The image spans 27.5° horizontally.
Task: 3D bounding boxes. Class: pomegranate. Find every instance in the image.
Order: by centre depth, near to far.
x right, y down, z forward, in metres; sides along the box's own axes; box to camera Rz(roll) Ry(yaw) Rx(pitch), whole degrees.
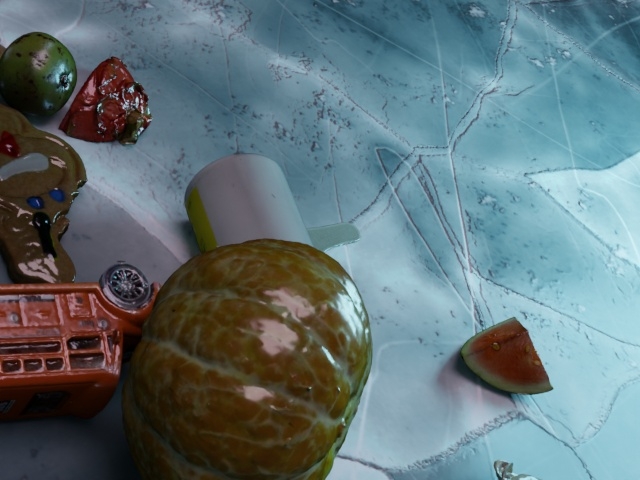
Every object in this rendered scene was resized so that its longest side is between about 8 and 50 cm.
[{"bbox_3d":[-0.399,-0.228,1.772,0.142,0.114,0.114,19,34,28],"label":"pomegranate"}]

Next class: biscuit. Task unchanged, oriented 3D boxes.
[{"bbox_3d":[-0.381,-0.064,1.663,0.183,0.047,0.320,1,51,-27],"label":"biscuit"}]

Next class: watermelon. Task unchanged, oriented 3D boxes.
[{"bbox_3d":[0.258,0.155,1.806,0.135,0.094,0.125,-3,58,-30],"label":"watermelon"}]

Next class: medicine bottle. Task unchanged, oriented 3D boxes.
[{"bbox_3d":[-0.078,0.022,1.689,0.143,0.143,0.258,1,49,-32],"label":"medicine bottle"}]

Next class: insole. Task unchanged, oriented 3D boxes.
[{"bbox_3d":[0.000,0.000,1.866,0.152,0.002,0.053,-14,58,-40],"label":"insole"}]

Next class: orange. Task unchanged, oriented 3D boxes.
[{"bbox_3d":[-0.080,0.153,1.423,0.249,0.329,0.329,16,39,11],"label":"orange"}]

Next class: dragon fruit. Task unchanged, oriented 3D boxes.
[{"bbox_3d":[-0.281,-0.198,1.831,0.106,0.083,0.162,32,38,-5],"label":"dragon fruit"}]

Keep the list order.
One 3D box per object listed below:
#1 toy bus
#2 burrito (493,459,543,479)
[{"bbox_3d":[-0.330,0.120,1.444,0.329,0.143,0.153,0,60,-33],"label":"toy bus"},{"bbox_3d":[0.334,0.367,1.673,0.275,0.059,0.082,29,34,-4],"label":"burrito"}]
